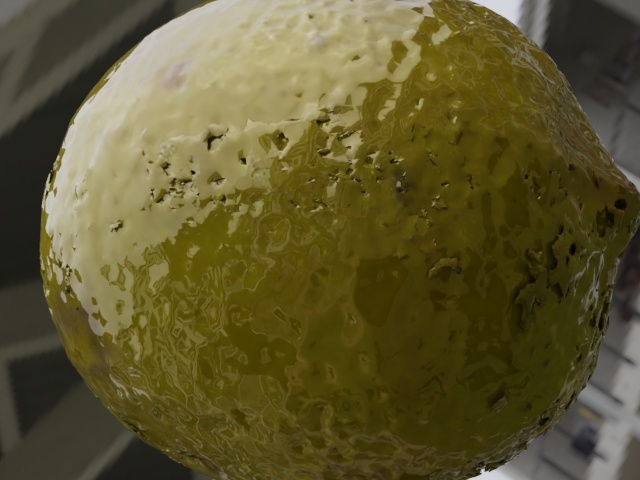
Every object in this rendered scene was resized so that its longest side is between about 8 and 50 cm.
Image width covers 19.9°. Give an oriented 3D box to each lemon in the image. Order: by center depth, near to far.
[{"bbox_3d":[0.000,0.000,0.895,0.258,0.310,0.258,5,-90,-70],"label":"lemon"}]
